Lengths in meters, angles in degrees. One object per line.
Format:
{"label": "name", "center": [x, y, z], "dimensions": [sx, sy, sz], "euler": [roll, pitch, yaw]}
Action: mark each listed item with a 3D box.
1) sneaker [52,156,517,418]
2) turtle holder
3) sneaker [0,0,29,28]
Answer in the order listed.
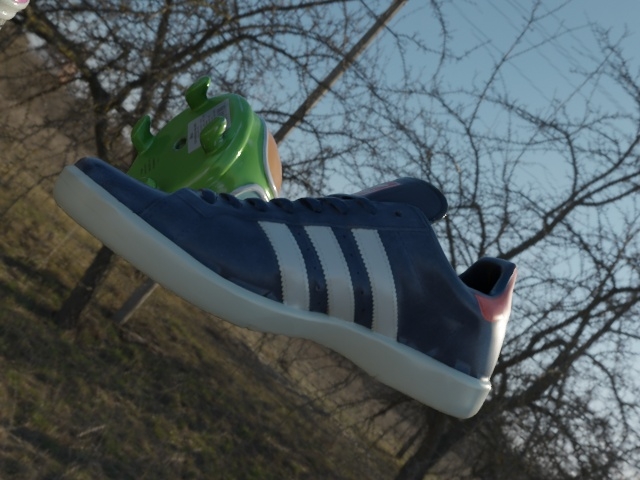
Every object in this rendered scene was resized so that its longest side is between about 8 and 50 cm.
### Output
{"label": "sneaker", "center": [0.000, 0.000, 0.417], "dimensions": [0.350, 0.148, 0.131], "euler": [27, -3, -24]}
{"label": "turtle holder", "center": [-0.209, -0.091, 0.985], "dimensions": [0.243, 0.320, 0.227], "euler": [34, -9, 47]}
{"label": "sneaker", "center": [-0.265, -0.161, 0.326], "dimensions": [0.170, 0.075, 0.063], "euler": [29, 16, -21]}
